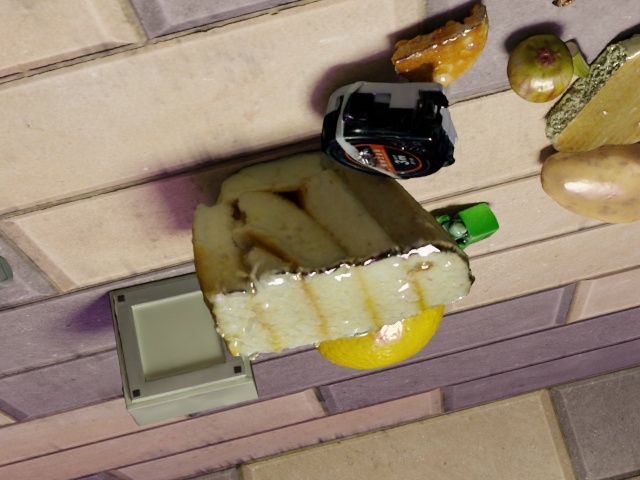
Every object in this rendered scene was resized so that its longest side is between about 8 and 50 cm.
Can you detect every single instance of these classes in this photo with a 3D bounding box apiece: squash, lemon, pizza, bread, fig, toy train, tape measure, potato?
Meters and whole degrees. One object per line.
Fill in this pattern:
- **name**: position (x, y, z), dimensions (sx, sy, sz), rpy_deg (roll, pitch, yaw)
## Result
- **squash**: position (0.358, -0.250, 1.537), dimensions (0.027, 0.027, 0.083), rpy_deg (-22, 156, 20)
- **lemon**: position (0.087, 0.105, 1.936), dimensions (0.267, 0.267, 0.267), rpy_deg (-12, 157, -5)
- **pizza**: position (0.148, -0.242, 1.418), dimensions (0.131, 0.041, 0.178), rpy_deg (-12, 158, -12)
- **bread**: position (0.471, -0.219, 1.635), dimensions (0.207, 0.056, 0.286), rpy_deg (1, 154, -24)
- **bread**: position (0.007, -0.006, 1.640), dimensions (0.395, 0.264, 0.239), rpy_deg (-15, 145, 2)
- **fig**: position (0.308, -0.218, 1.505), dimensions (0.093, 0.093, 0.166), rpy_deg (-19, 156, 12)
- **toy train**: position (0.227, 0.015, 2.025), dimensions (0.119, 0.085, 0.251), rpy_deg (-21, 166, -25)
- **tape measure**: position (0.092, -0.150, 1.482), dimensions (0.181, 0.107, 0.182), rpy_deg (8, 167, 15)
- **potato**: position (0.477, -0.102, 1.845), dimensions (0.235, 0.128, 0.161), rpy_deg (-6, 141, -6)

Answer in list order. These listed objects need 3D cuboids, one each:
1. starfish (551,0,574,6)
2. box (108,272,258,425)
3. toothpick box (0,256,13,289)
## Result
- **starfish**: position (0.298, -0.343, 1.255), dimensions (0.213, 0.057, 0.238), rpy_deg (-14, 163, -20)
- **box**: position (-0.247, 0.186, 1.957), dimensions (0.225, 0.225, 0.117), rpy_deg (-13, 157, -4)
- **toothpick box**: position (-0.533, 0.062, 1.729), dimensions (0.083, 0.052, 0.052), rpy_deg (-22, 156, 21)
